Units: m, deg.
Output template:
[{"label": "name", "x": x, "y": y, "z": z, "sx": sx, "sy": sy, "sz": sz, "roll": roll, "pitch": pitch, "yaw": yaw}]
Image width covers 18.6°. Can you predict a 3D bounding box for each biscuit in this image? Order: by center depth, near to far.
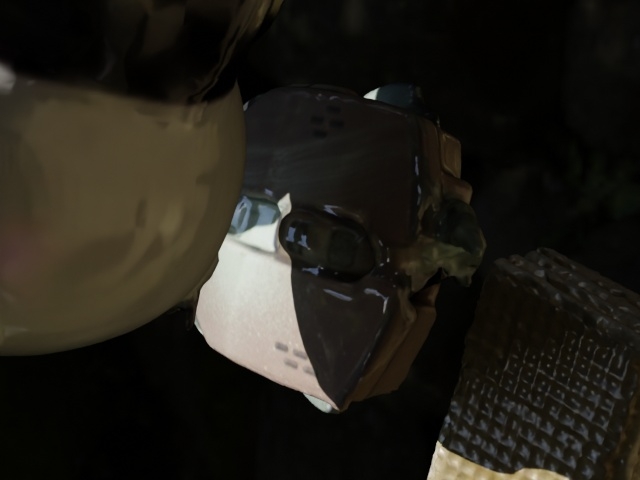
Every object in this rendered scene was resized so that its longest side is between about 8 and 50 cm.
[{"label": "biscuit", "x": 0.117, "y": 0.220, "z": 1.214, "sx": 0.144, "sy": 0.078, "sz": 0.426, "roll": 29, "pitch": 117, "yaw": 35}]

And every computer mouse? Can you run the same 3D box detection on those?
[{"label": "computer mouse", "x": -0.006, "y": -0.001, "z": 1.094, "sx": 0.389, "sy": 0.115, "sz": 0.199, "roll": -165, "pitch": 85, "yaw": -75}]

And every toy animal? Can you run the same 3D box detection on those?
[{"label": "toy animal", "x": -0.128, "y": -0.098, "z": 0.882, "sx": 0.251, "sy": 0.251, "sz": 0.309, "roll": -106, "pitch": 19, "yaw": -75}]
